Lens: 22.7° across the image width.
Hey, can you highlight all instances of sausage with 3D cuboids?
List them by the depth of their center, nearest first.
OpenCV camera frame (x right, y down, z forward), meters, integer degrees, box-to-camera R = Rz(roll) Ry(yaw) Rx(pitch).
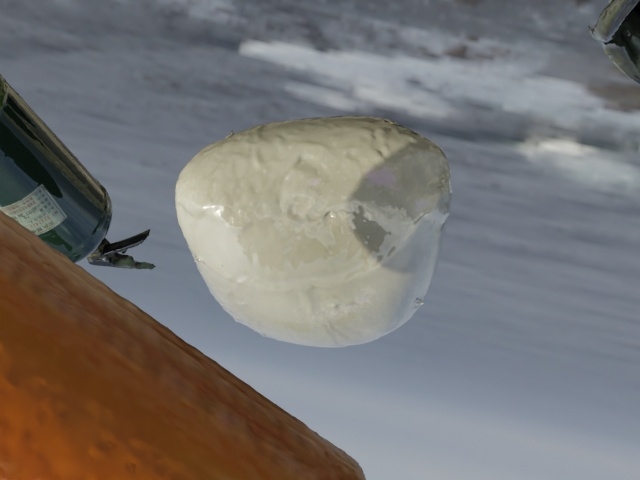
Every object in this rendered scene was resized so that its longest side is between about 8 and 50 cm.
[{"bbox_3d":[-0.155,0.118,0.732,0.287,0.233,0.233,37,167,-15],"label":"sausage"}]

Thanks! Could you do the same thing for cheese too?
[{"bbox_3d":[0.000,0.000,1.192,0.198,0.154,0.189,-2,160,4],"label":"cheese"}]

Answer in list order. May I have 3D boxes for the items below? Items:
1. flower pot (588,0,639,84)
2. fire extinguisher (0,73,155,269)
[{"bbox_3d":[0.396,-0.283,1.489,0.302,0.213,0.302,0,161,0],"label":"flower pot"},{"bbox_3d":[-0.236,-0.047,1.270,0.118,0.093,0.294,-11,145,20],"label":"fire extinguisher"}]
